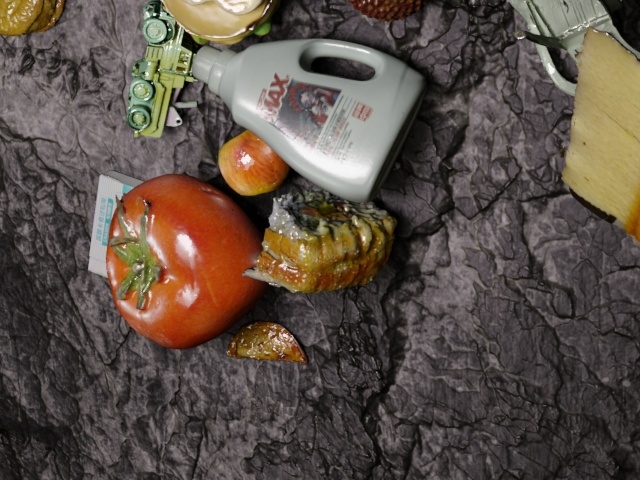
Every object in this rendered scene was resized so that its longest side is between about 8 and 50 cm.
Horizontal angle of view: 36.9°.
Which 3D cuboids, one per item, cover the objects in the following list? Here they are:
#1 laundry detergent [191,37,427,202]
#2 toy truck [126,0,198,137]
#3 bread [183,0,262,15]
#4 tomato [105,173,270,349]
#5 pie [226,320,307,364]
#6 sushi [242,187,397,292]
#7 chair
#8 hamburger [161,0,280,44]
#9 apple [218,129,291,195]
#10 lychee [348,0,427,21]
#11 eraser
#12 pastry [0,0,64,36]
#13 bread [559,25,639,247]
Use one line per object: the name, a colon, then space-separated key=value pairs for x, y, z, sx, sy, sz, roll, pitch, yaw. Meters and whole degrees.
laundry detergent: x=-0.036 y=-0.257 z=1.706 sx=0.397 sy=0.124 sz=0.264 roll=26 pitch=90 yaw=11
toy truck: x=-0.298 y=-0.334 z=1.863 sx=0.135 sy=0.128 sz=0.260 roll=6 pitch=120 yaw=-12
bread: x=-0.155 y=-0.543 z=1.618 sx=0.315 sy=0.054 sz=0.316 roll=2 pitch=100 yaw=8
tomato: x=-0.256 y=0.036 z=1.862 sx=0.341 sy=0.272 sz=0.342 roll=10 pitch=105 yaw=40
pie: x=-0.119 y=0.209 z=1.976 sx=0.191 sy=0.033 sz=0.088 roll=1 pitch=101 yaw=26
sushi: x=0.000 y=0.000 z=1.731 sx=0.184 sy=0.274 sz=0.139 roll=42 pitch=132 yaw=42
chair: x=0.398 y=-0.348 z=1.476 sx=0.203 sy=0.274 sz=0.191 roll=-24 pitch=70 yaw=31
hamburger: x=-0.174 y=-0.462 z=1.735 sx=0.237 sy=0.149 sz=0.237 roll=1 pitch=98 yaw=6
apple: x=-0.120 y=-0.146 z=1.810 sx=0.146 sy=0.146 sz=0.147 roll=7 pitch=108 yaw=24
lychee: x=0.111 y=-0.455 z=1.592 sx=0.188 sy=0.188 sz=0.188 roll=7 pitch=108 yaw=24
eraser: x=-0.434 y=-0.030 z=2.046 sx=0.095 sy=0.052 sz=0.225 roll=19 pitch=111 yaw=17
pastry: x=-0.618 y=-0.515 z=1.964 sx=0.188 sy=0.103 sz=0.189 roll=7 pitch=107 yaw=23
bread: x=0.502 y=-0.092 z=1.425 sx=0.345 sy=0.405 sz=0.242 roll=43 pitch=108 yaw=23
